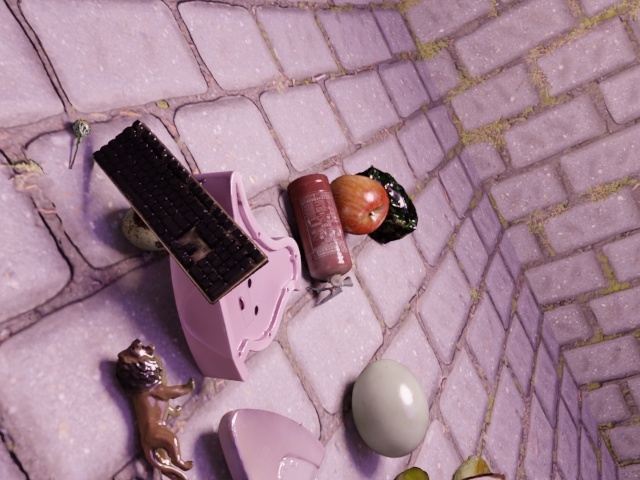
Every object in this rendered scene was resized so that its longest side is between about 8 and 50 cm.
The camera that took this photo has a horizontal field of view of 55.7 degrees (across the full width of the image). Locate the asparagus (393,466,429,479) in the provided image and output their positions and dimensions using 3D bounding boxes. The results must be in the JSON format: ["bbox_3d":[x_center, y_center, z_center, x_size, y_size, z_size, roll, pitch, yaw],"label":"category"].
[{"bbox_3d":[0.130,0.547,1.098,0.082,0.085,0.343,58,31,-9],"label":"asparagus"}]

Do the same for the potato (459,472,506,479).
[{"bbox_3d":[0.324,0.632,1.229,0.229,0.229,0.266,-8,73,-60],"label":"potato"}]

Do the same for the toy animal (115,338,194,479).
[{"bbox_3d":[-0.201,0.234,0.794,0.086,0.069,0.219,-16,77,-40],"label":"toy animal"}]

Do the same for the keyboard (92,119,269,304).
[{"bbox_3d":[-0.198,-0.053,0.831,0.317,0.106,0.027,44,-14,25],"label":"keyboard"}]

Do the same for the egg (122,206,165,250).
[{"bbox_3d":[-0.242,-0.027,0.892,0.110,0.085,0.085,-15,83,-56],"label":"egg"}]

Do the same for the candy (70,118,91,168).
[{"bbox_3d":[-0.348,-0.138,0.866,0.023,0.025,0.083,9,61,-7],"label":"candy"}]

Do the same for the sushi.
[{"bbox_3d":[0.160,-0.093,1.570,0.225,0.127,0.124,42,37,-34],"label":"sushi"}]

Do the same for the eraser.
[{"bbox_3d":[-0.081,0.342,0.916,0.243,0.059,0.204,55,31,-26],"label":"eraser"}]

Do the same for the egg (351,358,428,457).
[{"bbox_3d":[0.136,0.329,1.196,0.149,0.149,0.192,31,38,-46],"label":"egg"}]

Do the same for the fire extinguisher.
[{"bbox_3d":[0.000,0.000,1.275,0.105,0.105,0.268,9,62,-57],"label":"fire extinguisher"}]

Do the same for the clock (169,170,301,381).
[{"bbox_3d":[-0.129,0.024,0.948,0.275,0.080,0.290,-53,139,-56],"label":"clock"}]

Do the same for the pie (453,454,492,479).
[{"bbox_3d":[0.411,0.688,1.478,0.323,0.071,0.323,41,37,-41],"label":"pie"}]

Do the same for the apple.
[{"bbox_3d":[0.081,-0.087,1.421,0.131,0.146,0.146,30,11,32],"label":"apple"}]
